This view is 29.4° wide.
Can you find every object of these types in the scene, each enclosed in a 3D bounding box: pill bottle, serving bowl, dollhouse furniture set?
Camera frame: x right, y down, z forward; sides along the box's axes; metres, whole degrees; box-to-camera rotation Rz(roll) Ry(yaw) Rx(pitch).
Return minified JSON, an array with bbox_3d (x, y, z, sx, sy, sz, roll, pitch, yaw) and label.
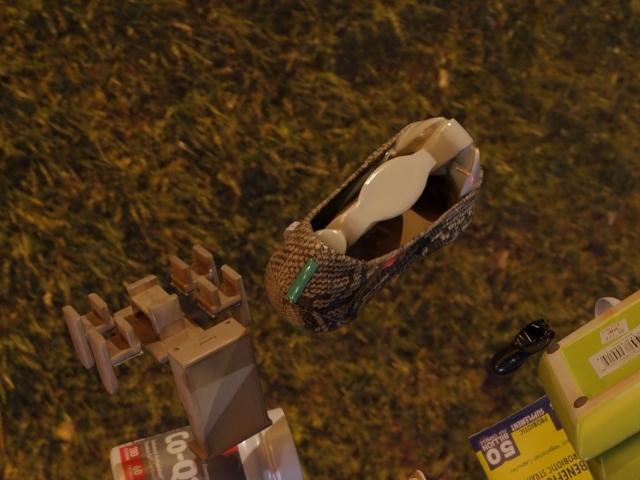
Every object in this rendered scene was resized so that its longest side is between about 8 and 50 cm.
[{"bbox_3d":[-0.179,0.369,1.946,0.283,0.161,0.161,-16,121,-8],"label":"pill bottle"},{"bbox_3d":[0.373,0.108,1.517,0.027,0.083,0.083,-16,120,-11],"label":"serving bowl"},{"bbox_3d":[-0.184,0.154,1.622,0.212,0.242,0.161,-27,126,-24],"label":"dollhouse furniture set"}]

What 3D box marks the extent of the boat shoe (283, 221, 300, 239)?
[{"bbox_3d":[0.000,0.000,1.688,0.035,0.100,0.035,-53,157,-46],"label":"boat shoe"}]

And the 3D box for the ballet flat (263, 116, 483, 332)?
[{"bbox_3d":[0.107,-0.057,1.541,0.483,0.164,0.182,-41,166,-47],"label":"ballet flat"}]

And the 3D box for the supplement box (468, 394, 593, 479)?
[{"bbox_3d":[0.402,0.398,1.753,0.194,0.356,0.195,-34,158,20],"label":"supplement box"}]

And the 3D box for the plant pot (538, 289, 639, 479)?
[{"bbox_3d":[0.369,0.183,1.291,0.228,0.227,0.207,-34,108,10],"label":"plant pot"}]

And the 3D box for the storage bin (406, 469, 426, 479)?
[{"bbox_3d":[-0.026,0.361,1.288,0.262,0.123,0.260,-9,154,-22],"label":"storage bin"}]

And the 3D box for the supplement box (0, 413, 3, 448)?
[{"bbox_3d":[-0.373,0.119,0.946,0.191,0.194,0.129,-8,85,2],"label":"supplement box"}]

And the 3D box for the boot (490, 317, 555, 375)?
[{"bbox_3d":[0.327,0.173,1.984,0.121,0.045,0.099,-32,163,2],"label":"boot"}]
